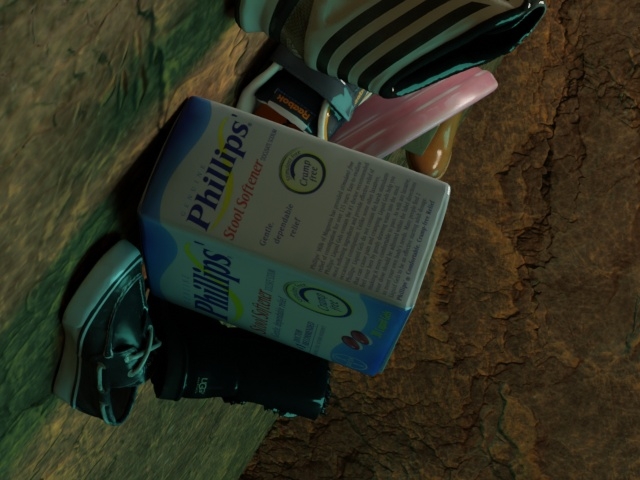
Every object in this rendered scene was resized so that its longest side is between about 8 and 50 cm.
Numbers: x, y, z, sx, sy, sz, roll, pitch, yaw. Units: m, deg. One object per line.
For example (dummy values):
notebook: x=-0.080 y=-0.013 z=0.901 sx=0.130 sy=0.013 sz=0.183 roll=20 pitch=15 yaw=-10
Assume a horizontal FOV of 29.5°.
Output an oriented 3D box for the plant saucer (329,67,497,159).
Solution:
plant saucer: x=0.095 y=-0.171 z=1.767 sx=0.332 sy=0.084 sz=0.332 roll=-31 pitch=-177 yaw=2

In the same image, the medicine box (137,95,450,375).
medicine box: x=-0.034 y=0.004 z=1.318 sx=0.263 sy=0.289 sz=0.149 roll=103 pitch=7 yaw=-69

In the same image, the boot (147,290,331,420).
boot: x=-0.104 y=0.131 z=1.469 sx=0.246 sy=0.207 sz=0.094 roll=-123 pitch=-133 yaw=-63

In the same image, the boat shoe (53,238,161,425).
boat shoe: x=-0.225 y=0.115 z=1.352 sx=0.108 sy=0.102 sz=0.301 roll=-49 pitch=170 yaw=-41

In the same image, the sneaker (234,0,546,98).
sneaker: x=0.139 y=-0.327 z=1.196 sx=0.447 sy=0.257 sz=0.169 roll=-55 pitch=172 yaw=-7

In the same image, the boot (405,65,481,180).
boot: x=0.274 y=-0.279 z=2.585 sx=0.220 sy=0.109 sz=0.283 roll=121 pitch=-8 yaw=-67

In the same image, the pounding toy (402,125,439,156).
pounding toy: x=0.184 y=-0.244 z=2.470 sx=0.141 sy=0.100 sz=0.130 roll=117 pitch=-4 yaw=-54

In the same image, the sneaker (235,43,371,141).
sneaker: x=0.004 y=-0.194 z=1.397 sx=0.321 sy=0.126 sz=0.127 roll=-57 pitch=178 yaw=16
